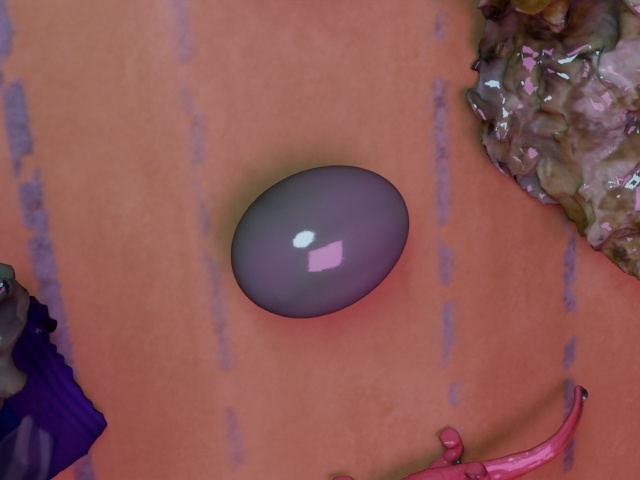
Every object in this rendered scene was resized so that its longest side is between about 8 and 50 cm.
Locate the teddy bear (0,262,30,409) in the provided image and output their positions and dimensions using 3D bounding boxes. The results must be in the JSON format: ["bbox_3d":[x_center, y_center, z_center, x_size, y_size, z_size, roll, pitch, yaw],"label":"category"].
[{"bbox_3d":[-0.297,0.003,0.584,0.224,0.367,0.357,-24,125,-43],"label":"teddy bear"}]

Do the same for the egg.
[{"bbox_3d":[0.000,0.000,0.875,0.135,0.103,0.103,-27,120,-15],"label":"egg"}]

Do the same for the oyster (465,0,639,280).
[{"bbox_3d":[0.232,-0.126,0.927,0.238,0.115,0.351,-21,119,-17],"label":"oyster"}]

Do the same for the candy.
[{"bbox_3d":[-0.276,0.160,0.833,0.275,0.070,0.145,-36,130,-11],"label":"candy"}]

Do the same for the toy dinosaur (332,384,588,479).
[{"bbox_3d":[0.118,0.235,1.066,0.286,0.070,0.139,-22,129,-20],"label":"toy dinosaur"}]
